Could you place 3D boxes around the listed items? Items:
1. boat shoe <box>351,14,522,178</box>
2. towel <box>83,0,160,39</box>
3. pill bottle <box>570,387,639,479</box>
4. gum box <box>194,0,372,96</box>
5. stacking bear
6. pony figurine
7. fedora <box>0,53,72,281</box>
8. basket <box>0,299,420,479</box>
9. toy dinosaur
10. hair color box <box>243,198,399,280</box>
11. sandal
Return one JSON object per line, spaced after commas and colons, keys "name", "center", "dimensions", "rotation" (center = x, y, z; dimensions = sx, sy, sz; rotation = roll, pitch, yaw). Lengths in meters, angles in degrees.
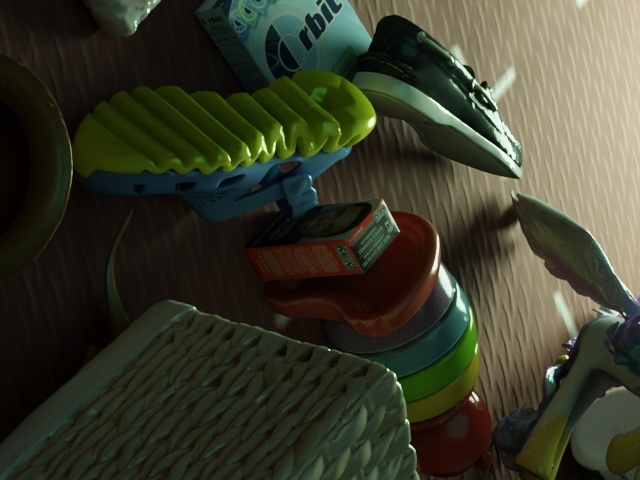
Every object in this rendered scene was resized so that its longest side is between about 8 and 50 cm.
{"name": "boat shoe", "center": [0.143, -0.147, 1.785], "dimensions": [0.302, 0.114, 0.091], "rotation": [30, 77, -56]}
{"name": "towel", "center": [-0.188, -0.405, 1.528], "dimensions": [0.317, 0.053, 0.332], "rotation": [-53, 122, -35]}
{"name": "pill bottle", "center": [0.420, 0.302, 2.051], "dimensions": [0.246, 0.130, 0.130], "rotation": [51, 53, -30]}
{"name": "gum box", "center": [-0.029, -0.208, 1.686], "dimensions": [0.184, 0.041, 0.157], "rotation": [56, 50, -29]}
{"name": "stacking bear", "center": [0.092, 0.129, 1.711], "dimensions": [0.164, 0.175, 0.289], "rotation": [-46, 129, -31]}
{"name": "pony figurine", "center": [0.344, 0.123, 1.879], "dimensions": [0.303, 0.351, 0.363], "rotation": [38, 79, -34]}
{"name": "fedora", "center": [-0.281, -0.055, 1.349], "dimensions": [0.079, 0.194, 0.194], "rotation": [38, 53, -79]}
{"name": "basket", "center": [-0.090, 0.279, 1.367], "dimensions": [0.331, 0.266, 0.328], "rotation": [-46, 133, -39]}
{"name": "toy dinosaur", "center": [-0.177, 0.091, 1.499], "dimensions": [0.112, 0.064, 0.211], "rotation": [-61, 139, -47]}
{"name": "hair color box", "center": [0.000, 0.000, 1.624], "dimensions": [0.072, 0.141, 0.043], "rotation": [-48, 120, -38]}
{"name": "sandal", "center": [-0.092, -0.070, 1.557], "dimensions": [0.317, 0.126, 0.138], "rotation": [-6, 133, -35]}
